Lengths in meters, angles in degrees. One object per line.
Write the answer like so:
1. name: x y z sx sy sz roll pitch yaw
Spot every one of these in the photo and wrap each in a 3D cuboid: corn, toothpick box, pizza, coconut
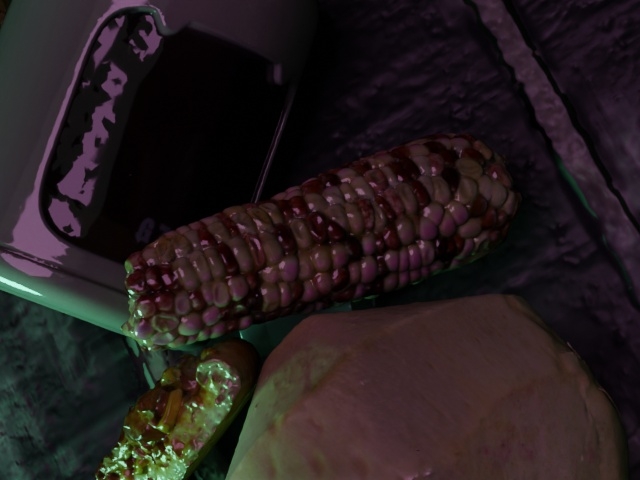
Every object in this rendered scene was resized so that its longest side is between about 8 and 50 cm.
1. corn: 0.000 0.000 1.252 0.281 0.092 0.092 -17 68 -21
2. toothpick box: -0.009 0.049 1.340 0.083 0.052 0.052 -10 76 21
3. pizza: -0.095 0.121 1.289 0.058 0.246 0.127 36 69 2
4. coconut: 0.057 0.150 1.193 0.259 0.259 0.259 -5 78 23
5. toothpick box: -0.129 -0.103 1.345 0.229 0.229 0.316 18 86 26

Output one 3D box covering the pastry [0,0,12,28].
1. pastry: -0.291 -0.172 1.495 0.153 0.081 0.153 -1 85 15
